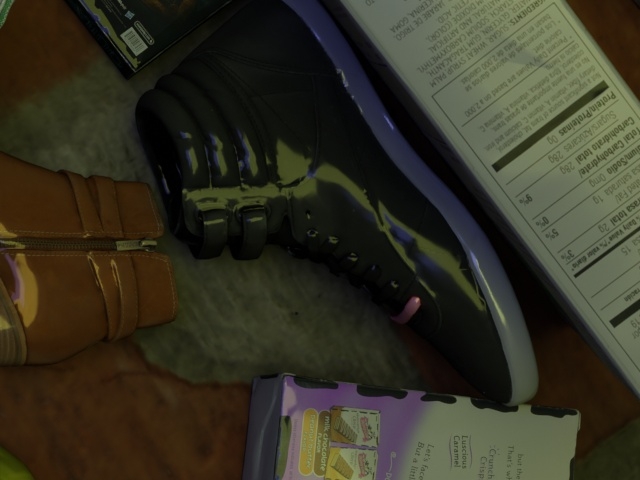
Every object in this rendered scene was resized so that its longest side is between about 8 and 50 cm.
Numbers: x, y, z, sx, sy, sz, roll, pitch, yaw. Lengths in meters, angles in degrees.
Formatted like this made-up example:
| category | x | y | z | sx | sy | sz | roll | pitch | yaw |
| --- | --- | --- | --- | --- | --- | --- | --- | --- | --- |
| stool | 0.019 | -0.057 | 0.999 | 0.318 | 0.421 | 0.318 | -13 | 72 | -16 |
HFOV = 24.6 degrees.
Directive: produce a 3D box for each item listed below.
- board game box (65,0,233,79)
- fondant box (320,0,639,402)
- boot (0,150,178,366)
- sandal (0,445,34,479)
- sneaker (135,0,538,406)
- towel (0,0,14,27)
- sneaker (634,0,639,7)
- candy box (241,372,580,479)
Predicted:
| category | x | y | z | sx | sy | sz | roll | pitch | yaw |
| --- | --- | --- | --- | --- | --- | --- | --- | --- | --- |
| board game box | -0.125 | -0.208 | 0.892 | 0.126 | 0.026 | 0.186 | -40 | 98 | -20 |
| fondant box | 0.107 | -0.077 | 0.841 | 0.096 | 0.238 | 0.330 | -36 | 98 | 4 |
| boot | -0.169 | -0.026 | 0.841 | 0.152 | 0.073 | 0.197 | -10 | 86 | -29 |
| sandal | -0.293 | 0.181 | 0.740 | 0.317 | 0.126 | 0.138 | -14 | 114 | -31 |
| sneaker | 0.000 | 0.000 | 0.871 | 0.147 | 0.104 | 0.296 | -33 | 85 | -18 |
| towel | -0.245 | -0.112 | 0.790 | 0.152 | 0.023 | 0.113 | 16 | 72 | 26 |
| sneaker | 0.196 | -0.253 | 0.964 | 0.302 | 0.121 | 0.108 | 34 | 74 | -13 |
| candy box | 0.052 | 0.174 | 0.890 | 0.196 | 0.070 | 0.165 | 9 | 81 | -18 |
